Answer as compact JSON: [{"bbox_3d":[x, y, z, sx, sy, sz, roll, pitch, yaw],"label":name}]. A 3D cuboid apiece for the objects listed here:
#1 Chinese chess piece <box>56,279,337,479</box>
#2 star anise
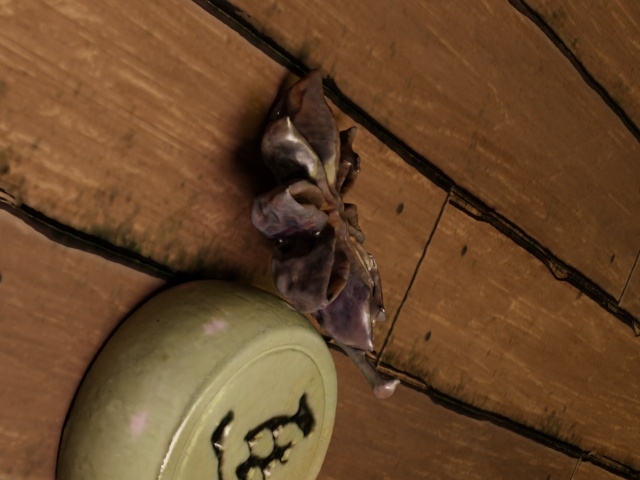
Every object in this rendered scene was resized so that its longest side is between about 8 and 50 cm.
[{"bbox_3d":[-0.091,0.154,1.258,0.250,0.101,0.250,-36,137,-42],"label":"Chinese chess piece"},{"bbox_3d":[0.000,0.000,1.261,0.230,0.081,0.262,36,42,-77],"label":"star anise"}]
